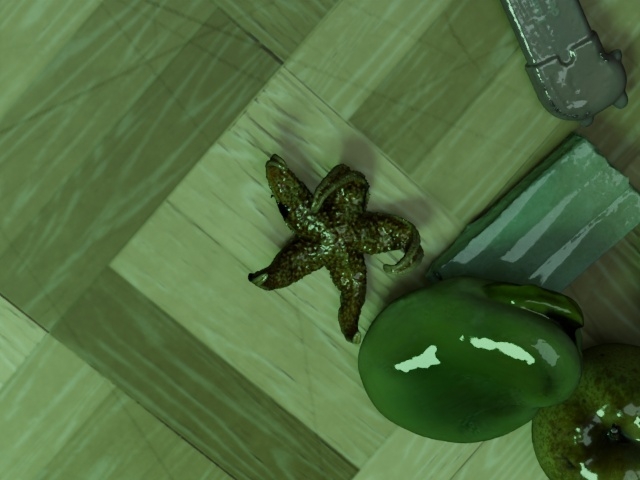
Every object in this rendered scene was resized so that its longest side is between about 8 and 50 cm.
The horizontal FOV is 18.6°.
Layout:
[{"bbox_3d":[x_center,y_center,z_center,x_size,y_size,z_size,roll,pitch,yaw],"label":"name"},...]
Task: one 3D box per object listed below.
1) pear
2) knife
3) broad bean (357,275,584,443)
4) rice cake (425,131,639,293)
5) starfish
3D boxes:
[{"bbox_3d":[0.286,0.182,1.913,0.167,0.136,0.167,-1,88,15],"label":"pear"},{"bbox_3d":[0.178,-0.279,1.827,0.132,0.038,0.399,-27,110,1],"label":"knife"},{"bbox_3d":[0.144,0.110,1.859,0.228,0.100,0.169,-31,103,18],"label":"broad bean"},{"bbox_3d":[0.212,0.000,1.906,0.124,0.038,0.211,43,91,-20],"label":"rice cake"},{"bbox_3d":[-0.001,-0.001,1.833,0.146,0.074,0.190,-46,110,-1],"label":"starfish"}]
